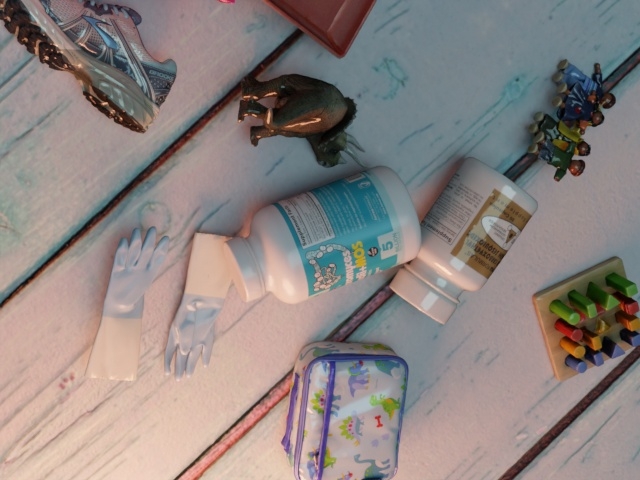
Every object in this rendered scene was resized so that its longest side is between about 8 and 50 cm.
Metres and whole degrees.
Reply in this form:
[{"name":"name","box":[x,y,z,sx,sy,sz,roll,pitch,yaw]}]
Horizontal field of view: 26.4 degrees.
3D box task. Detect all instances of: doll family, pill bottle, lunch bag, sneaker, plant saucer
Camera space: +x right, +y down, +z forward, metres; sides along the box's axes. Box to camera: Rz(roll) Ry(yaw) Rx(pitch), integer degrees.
[{"name":"doll family","box":[0.386,-0.182,2.065,0.111,0.076,0.193,26,93,-19]},{"name":"pill bottle","box":[0.208,0.003,2.024,0.131,0.131,0.229,33,93,-24]},{"name":"lunch bag","box":[0.035,0.266,2.067,0.176,0.090,0.219,5,103,-18]},{"name":"pill bottle","box":[0.000,0.000,1.943,0.264,0.146,0.146,-21,111,-12]},{"name":"sneaker","box":[-0.307,-0.272,1.795,0.283,0.110,0.122,44,71,-27]},{"name":"plant saucer","box":[0.010,-0.411,1.825,0.258,0.047,0.259,30,90,-52]}]

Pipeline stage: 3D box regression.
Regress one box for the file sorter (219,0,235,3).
[{"name":"file sorter","box":[-0.237,-0.435,1.704,0.290,0.202,0.182,18,96,-23]}]

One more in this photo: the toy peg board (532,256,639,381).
[{"name":"toy peg board","box":[0.443,0.136,2.175,0.161,0.079,0.161,-24,112,-11]}]

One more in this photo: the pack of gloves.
[{"name":"pack of gloves","box":[-0.229,0.088,1.956,0.195,0.046,0.232,8,104,-35]}]

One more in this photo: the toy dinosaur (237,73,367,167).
[{"name":"toy dinosaur","box":[-0.025,-0.183,1.851,0.160,0.313,0.121,-3,80,5]}]
